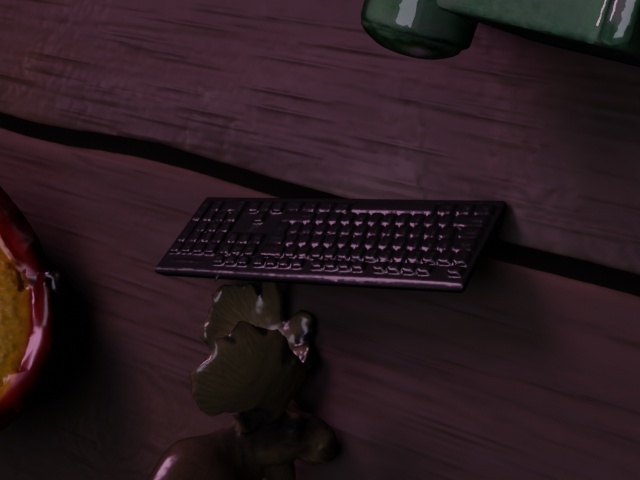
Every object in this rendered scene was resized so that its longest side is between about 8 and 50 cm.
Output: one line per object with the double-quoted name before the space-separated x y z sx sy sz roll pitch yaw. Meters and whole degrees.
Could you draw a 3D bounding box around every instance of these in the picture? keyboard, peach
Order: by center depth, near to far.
"keyboard" 0.000 0.000 0.699 0.202 0.011 0.067 2 47 35
"peach" -0.264 0.032 0.801 0.226 0.190 0.196 32 95 38

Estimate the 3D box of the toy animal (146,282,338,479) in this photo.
"toy animal" -0.059 0.136 0.683 0.093 0.214 0.186 5 122 44

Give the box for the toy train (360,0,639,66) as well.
"toy train" 0.107 -0.204 0.573 0.202 0.145 0.266 20 100 31
